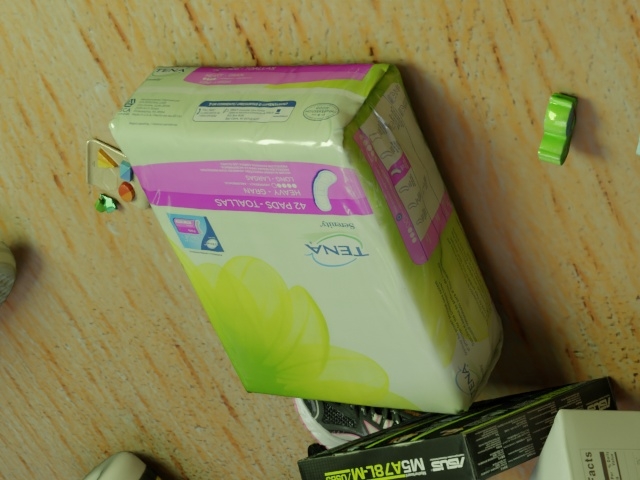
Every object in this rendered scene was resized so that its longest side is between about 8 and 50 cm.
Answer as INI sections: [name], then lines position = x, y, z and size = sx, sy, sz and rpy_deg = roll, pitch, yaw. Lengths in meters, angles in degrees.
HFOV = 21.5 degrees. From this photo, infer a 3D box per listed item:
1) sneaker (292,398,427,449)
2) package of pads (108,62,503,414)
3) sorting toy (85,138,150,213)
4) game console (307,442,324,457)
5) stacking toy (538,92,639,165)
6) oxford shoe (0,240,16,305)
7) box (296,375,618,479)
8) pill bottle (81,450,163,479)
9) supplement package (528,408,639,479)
[sneaker]
position = 0.056, 0.159, 1.471
size = 0.178, 0.072, 0.077
rpy_deg = 41, 130, -23
[package of pads]
position = 0.000, 0.000, 1.301
size = 0.229, 0.101, 0.296
rpy_deg = 3, 134, 34
[sorting toy]
position = -0.175, -0.046, 1.442
size = 0.062, 0.012, 0.083
rpy_deg = 23, 141, 12
[game console]
position = 0.046, 0.248, 1.605
size = 0.107, 0.071, 0.122
rpy_deg = 45, 152, 37
[stacking toy]
position = 0.225, -0.103, 1.073
size = 0.167, 0.052, 0.221
rpy_deg = 19, 141, 17
[oxford shoe]
position = -0.454, 0.073, 1.669
size = 0.449, 0.169, 0.130
rpy_deg = -29, 76, 47
[box]
position = 0.109, 0.159, 1.333
size = 0.184, 0.190, 0.045
rpy_deg = -14, 90, 44
[pill bottle]
position = -0.146, 0.391, 1.727
size = 0.334, 0.188, 0.188
rpy_deg = 44, 141, -6
[supplement package]
position = 0.283, 0.216, 1.226
size = 0.244, 0.134, 0.139
rpy_deg = 2, 141, -8
